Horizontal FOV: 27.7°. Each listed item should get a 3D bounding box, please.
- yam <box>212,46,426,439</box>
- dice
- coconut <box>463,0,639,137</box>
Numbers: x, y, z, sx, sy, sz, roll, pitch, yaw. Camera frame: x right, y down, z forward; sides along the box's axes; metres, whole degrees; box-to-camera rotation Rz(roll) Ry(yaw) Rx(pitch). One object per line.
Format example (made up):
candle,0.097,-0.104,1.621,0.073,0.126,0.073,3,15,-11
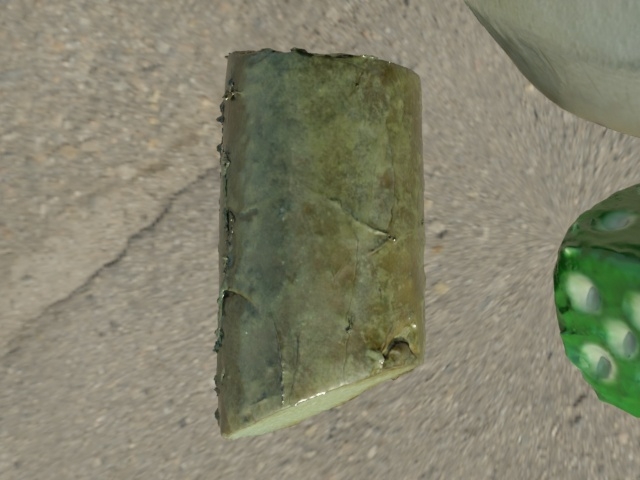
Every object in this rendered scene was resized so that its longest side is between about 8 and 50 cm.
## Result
yam,0.000,0.000,1.007,0.168,0.168,0.304,-2,80,11
dice,0.234,0.035,0.856,0.128,0.120,0.131,-31,118,-30
coconut,0.170,-0.178,0.526,0.245,0.245,0.247,6,117,11
